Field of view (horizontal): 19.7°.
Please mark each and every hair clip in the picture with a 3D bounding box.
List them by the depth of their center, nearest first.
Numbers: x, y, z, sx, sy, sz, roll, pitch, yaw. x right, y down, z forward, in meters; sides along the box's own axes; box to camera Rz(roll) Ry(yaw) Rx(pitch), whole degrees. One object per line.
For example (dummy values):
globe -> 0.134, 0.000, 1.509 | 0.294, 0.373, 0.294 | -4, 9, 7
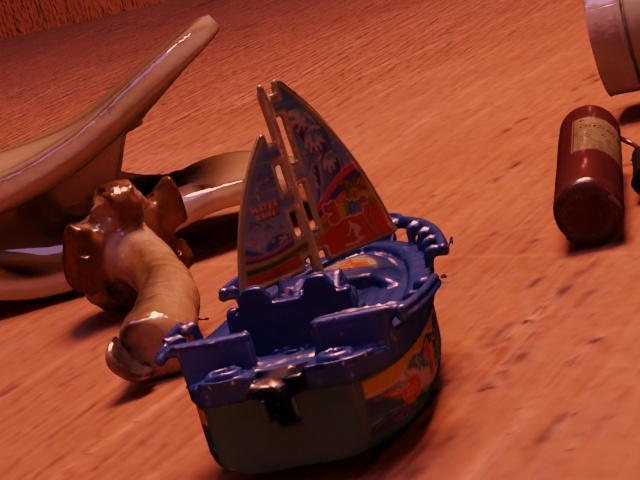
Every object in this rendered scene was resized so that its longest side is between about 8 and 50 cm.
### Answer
hair clip -> -0.141, -0.028, 0.969 | 0.282, 0.113, 0.172 | -20, 11, 0

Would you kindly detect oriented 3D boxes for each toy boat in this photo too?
toy boat -> 0.000, 0.000, 0.610 | 0.091, 0.110, 0.175 | -11, 10, 14

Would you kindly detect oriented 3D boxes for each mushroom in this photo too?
mushroom -> -0.077, 0.016, 0.776 | 0.060, 0.061, 0.187 | -11, 15, -8

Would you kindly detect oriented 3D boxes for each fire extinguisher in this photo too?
fire extinguisher -> 0.127, -0.035, 0.812 | 0.049, 0.035, 0.173 | -16, 14, 12

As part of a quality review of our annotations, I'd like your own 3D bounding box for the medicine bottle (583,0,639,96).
medicine bottle -> 0.251, -0.131, 0.971 | 0.217, 0.090, 0.090 | -12, 12, 18
